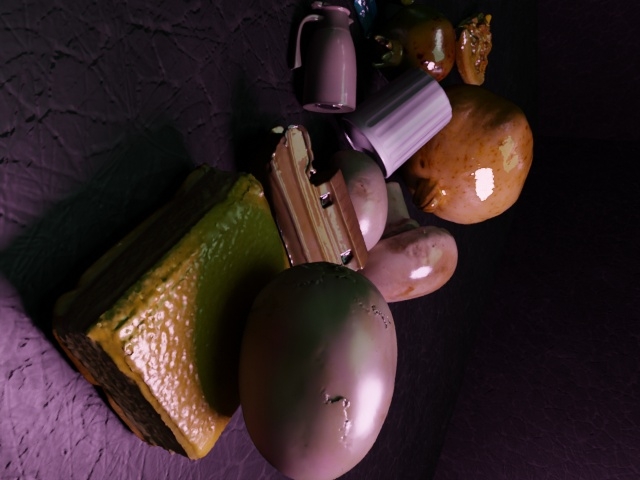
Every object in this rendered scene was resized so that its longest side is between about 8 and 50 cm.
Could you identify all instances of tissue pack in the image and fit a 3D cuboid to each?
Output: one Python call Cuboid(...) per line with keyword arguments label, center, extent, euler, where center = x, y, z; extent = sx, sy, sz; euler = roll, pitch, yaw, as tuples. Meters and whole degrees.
Cuboid(label="tissue pack", center=(0.102, -0.531, 1.134), extent=(0.085, 0.027, 0.138), euler=(-65, 151, -23))

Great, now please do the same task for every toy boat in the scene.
Cuboid(label="toy boat", center=(0.000, 0.000, 0.938), extent=(0.162, 0.136, 0.446), euler=(-25, 109, -18))

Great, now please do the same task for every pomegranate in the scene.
Cuboid(label="pomegranate", center=(0.212, -0.458, 1.180), extent=(0.245, 0.198, 0.199), euler=(10, 91, -57))
Cuboid(label="pomegranate", center=(0.376, -0.218, 1.384), extent=(0.410, 0.409, 0.411), euler=(-28, 123, -54))

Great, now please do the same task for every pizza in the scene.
Cuboid(label="pizza", center=(0.539, -0.649, 1.798), extent=(0.258, 0.087, 0.269), euler=(-46, 139, -40))

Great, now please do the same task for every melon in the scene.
Cuboid(label="melon", center=(-0.005, 0.180, 0.716), extent=(0.223, 0.222, 0.318), euler=(-20, 120, -56))

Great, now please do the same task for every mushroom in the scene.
Cuboid(label="mushroom", center=(0.052, -0.080, 1.072), extent=(0.226, 0.177, 0.227), euler=(-173, -90, -87))
Cuboid(label="mushroom", center=(0.186, 0.000, 1.240), extent=(0.292, 0.292, 0.291), euler=(0, 75, -60))

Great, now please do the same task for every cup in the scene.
Cuboid(label="cup", center=(0.157, -0.276, 1.137), extent=(0.202, 0.221, 0.167), euler=(-39, 132, -3))

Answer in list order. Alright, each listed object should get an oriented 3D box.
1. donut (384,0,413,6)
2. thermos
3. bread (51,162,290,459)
Cuboid(label="donut", center=(0.174, -0.634, 1.174), extent=(0.184, 0.073, 0.167), euler=(-28, 122, -55))
Cuboid(label="thermos", center=(0.007, -0.352, 0.968), extent=(0.137, 0.105, 0.194), euler=(0, 97, -28))
Cuboid(label="bread", center=(-0.178, 0.103, 0.747), extent=(0.333, 0.143, 0.324), euler=(-53, 143, -38))
